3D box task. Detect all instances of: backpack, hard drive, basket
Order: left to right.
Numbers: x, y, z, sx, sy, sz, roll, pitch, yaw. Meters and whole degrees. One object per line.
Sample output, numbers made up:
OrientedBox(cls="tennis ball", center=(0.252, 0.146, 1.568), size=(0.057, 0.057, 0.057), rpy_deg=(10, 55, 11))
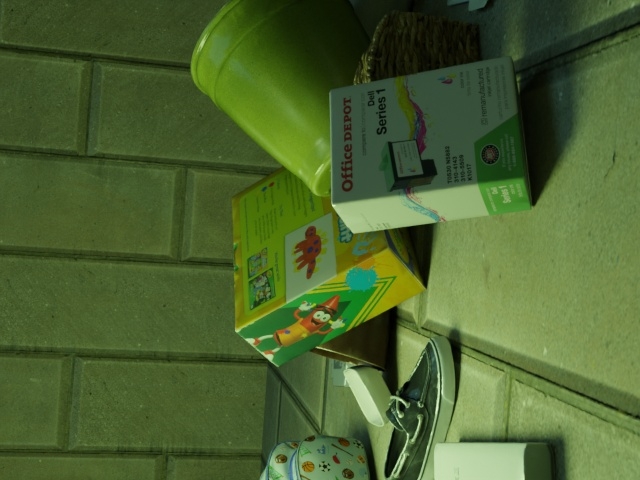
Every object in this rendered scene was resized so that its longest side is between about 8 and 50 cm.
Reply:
OrientedBox(cls="backpack", center=(-0.010, 0.585, 1.903), size=(0.276, 0.264, 0.213), rpy_deg=(-100, 18, -54))
OrientedBox(cls="basket", center=(0.155, -0.226, 1.458), size=(0.223, 0.214, 0.299), rpy_deg=(120, 152, -65))
OrientedBox(cls="hard drive", center=(0.247, 0.417, 1.199), size=(0.353, 0.047, 0.232), rpy_deg=(129, 144, -72))

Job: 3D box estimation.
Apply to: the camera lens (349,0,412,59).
OrientedBox(cls="camera lens", center=(0.091, -0.520, 1.878), size=(0.219, 0.220, 0.274), rpy_deg=(-100, 17, -51))

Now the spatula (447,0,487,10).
OrientedBox(cls="spatula", center=(0.271, -0.497, 1.468), size=(0.242, 0.019, 0.168), rpy_deg=(-129, 43, -74))

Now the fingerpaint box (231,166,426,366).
OrientedBox(cls="fingerpaint box", center=(0.000, 0.000, 1.794), size=(0.163, 0.371, 0.444), rpy_deg=(47, -159, -36))

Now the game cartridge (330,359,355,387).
OrientedBox(cls="game cartridge", center=(0.073, 0.240, 2.151), size=(0.196, 0.060, 0.294), rpy_deg=(132, 141, -78))

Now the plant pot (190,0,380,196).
OrientedBox(cls="plant pot", center=(-0.014, -0.290, 1.634), size=(0.353, 0.367, 0.366), rpy_deg=(55, 155, 17))

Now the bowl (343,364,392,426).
OrientedBox(cls="bowl", center=(0.114, 0.336, 1.798), size=(0.142, 0.053, 0.142), rpy_deg=(62, 167, 3))

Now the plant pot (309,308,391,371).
OrientedBox(cls="plant pot", center=(0.075, 0.157, 1.852), size=(0.215, 0.216, 0.230), rpy_deg=(141, 147, -75))

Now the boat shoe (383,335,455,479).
OrientedBox(cls="boat shoe", center=(0.171, 0.312, 1.479), size=(0.108, 0.102, 0.301), rpy_deg=(-110, 26, -65))

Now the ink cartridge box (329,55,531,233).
OrientedBox(cls="ink cartridge box", center=(0.158, -0.137, 1.205), size=(0.117, 0.278, 0.201), rpy_deg=(47, -141, -62))
